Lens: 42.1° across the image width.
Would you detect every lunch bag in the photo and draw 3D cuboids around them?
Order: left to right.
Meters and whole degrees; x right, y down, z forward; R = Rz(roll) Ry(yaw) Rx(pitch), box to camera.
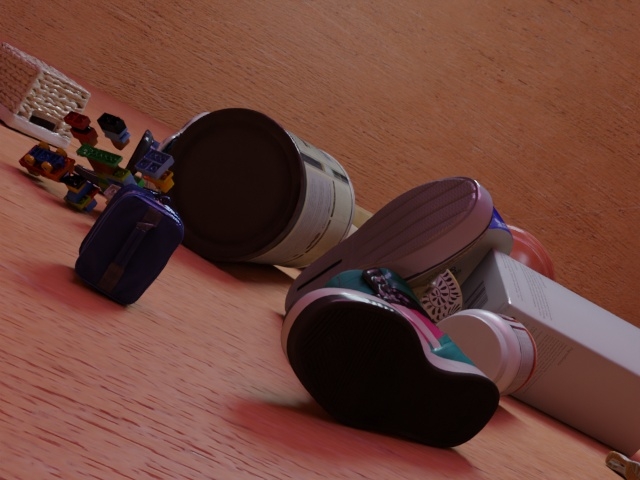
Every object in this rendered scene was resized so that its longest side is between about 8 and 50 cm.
[{"bbox_3d":[-0.159,0.001,0.708,0.067,0.098,0.065,33,6,-19],"label":"lunch bag"}]

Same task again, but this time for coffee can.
[{"bbox_3d":[-0.078,-0.063,1.207,0.201,0.202,0.275,31,5,16],"label":"coffee can"}]

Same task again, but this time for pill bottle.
[{"bbox_3d":[0.220,0.156,1.139,0.121,0.121,0.221,32,5,25],"label":"pill bottle"}]

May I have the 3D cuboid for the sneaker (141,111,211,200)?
[{"bbox_3d":[-0.213,-0.149,1.357,0.085,0.086,0.237,32,40,-3],"label":"sneaker"}]

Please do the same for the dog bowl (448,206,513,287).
[{"bbox_3d":[0.206,0.024,1.483,0.265,0.265,0.104,22,33,-55],"label":"dog bowl"}]

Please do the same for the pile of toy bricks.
[{"bbox_3d":[-0.245,-0.067,0.990,0.212,0.118,0.105,22,-31,29],"label":"pile of toy bricks"}]

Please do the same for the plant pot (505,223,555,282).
[{"bbox_3d":[0.375,0.111,1.813,0.272,0.272,0.265,30,14,9],"label":"plant pot"}]

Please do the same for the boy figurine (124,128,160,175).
[{"bbox_3d":[-0.201,-0.097,1.478,0.285,0.092,0.177,29,8,-18],"label":"boy figurine"}]

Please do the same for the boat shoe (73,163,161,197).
[{"bbox_3d":[-0.281,-0.077,1.145,0.125,0.038,0.046,28,5,-10],"label":"boat shoe"}]

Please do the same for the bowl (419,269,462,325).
[{"bbox_3d":[0.129,0.096,1.308,0.170,0.170,0.080,30,50,13],"label":"bowl"}]

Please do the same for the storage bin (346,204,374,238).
[{"bbox_3d":[0.016,-0.079,2.044,0.262,0.123,0.260,36,-2,-39],"label":"storage bin"}]

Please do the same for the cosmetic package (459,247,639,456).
[{"bbox_3d":[0.412,0.189,1.421,0.365,0.155,0.197,30,25,-12],"label":"cosmetic package"}]

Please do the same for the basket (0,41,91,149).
[{"bbox_3d":[-0.460,-0.233,1.319,0.167,0.103,0.113,32,5,39],"label":"basket"}]

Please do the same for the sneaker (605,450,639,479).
[{"bbox_3d":[0.450,0.331,1.193,0.037,0.032,0.083,26,7,-30],"label":"sneaker"}]

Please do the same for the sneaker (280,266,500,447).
[{"bbox_3d":[0.038,0.085,0.795,0.295,0.124,0.178,35,4,-44],"label":"sneaker"}]

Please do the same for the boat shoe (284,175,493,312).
[{"bbox_3d":[0.085,0.028,0.941,0.094,0.302,0.109,35,45,-25],"label":"boat shoe"}]
